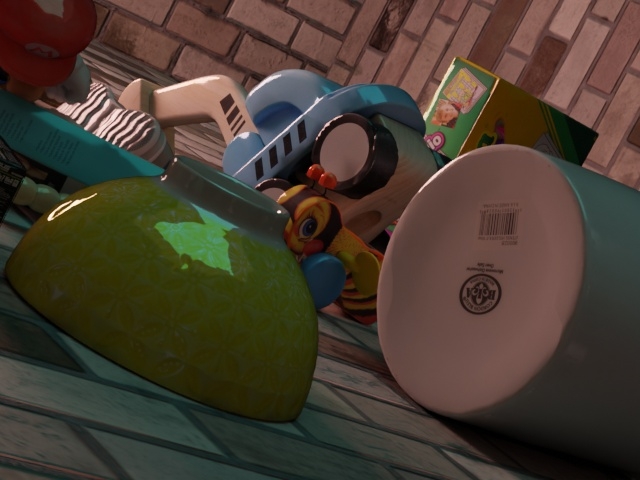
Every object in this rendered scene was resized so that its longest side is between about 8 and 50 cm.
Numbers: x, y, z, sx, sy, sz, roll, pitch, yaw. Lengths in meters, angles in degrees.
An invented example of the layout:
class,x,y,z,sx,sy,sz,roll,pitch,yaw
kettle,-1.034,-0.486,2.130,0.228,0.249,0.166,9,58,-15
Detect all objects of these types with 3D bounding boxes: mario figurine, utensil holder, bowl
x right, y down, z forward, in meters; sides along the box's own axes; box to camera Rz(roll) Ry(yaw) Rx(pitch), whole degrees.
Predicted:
class,x,y,z,sx,sy,sz,roll,pitch,yaw
mario figurine,-0.342,-0.188,1.772,0.170,0.198,0.320,59,-26,-12
utensil holder,0.300,0.090,1.873,0.385,0.328,0.327,18,11,-41
bowl,-0.111,0.020,1.440,0.289,0.156,0.289,27,6,-3

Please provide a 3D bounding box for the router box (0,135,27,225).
class,x,y,z,sx,sy,sz,roll,pitch,yaw
router box,-0.301,-0.044,1.429,0.038,0.092,0.122,24,8,-28

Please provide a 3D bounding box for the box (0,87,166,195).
class,x,y,z,sx,sy,sz,roll,pitch,yaw
box,-0.244,-0.060,1.722,0.244,0.060,0.100,26,-31,-9

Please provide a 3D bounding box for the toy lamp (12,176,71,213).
class,x,y,z,sx,sy,sz,roll,pitch,yaw
toy lamp,-0.274,-0.043,1.600,0.274,0.080,0.080,22,9,-31

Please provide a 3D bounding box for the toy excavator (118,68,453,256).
class,x,y,z,sx,sy,sz,roll,pitch,yaw
toy excavator,-0.070,-0.139,2.361,0.222,0.433,0.445,19,39,-50

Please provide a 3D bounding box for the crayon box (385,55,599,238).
class,x,y,z,sx,sy,sz,roll,pitch,yaw
crayon box,0.233,-0.062,2.516,0.106,0.363,0.313,33,9,37

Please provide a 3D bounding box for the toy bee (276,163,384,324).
class,x,y,z,sx,sy,sz,roll,pitch,yaw
toy bee,0.000,0.000,2.009,0.195,0.162,0.298,33,8,25

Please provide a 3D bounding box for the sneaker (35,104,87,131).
class,x,y,z,sx,sy,sz,roll,pitch,yaw
sneaker,-0.277,-0.078,1.848,0.235,0.090,0.095,21,20,-32

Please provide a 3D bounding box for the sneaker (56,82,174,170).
class,x,y,z,sx,sy,sz,roll,pitch,yaw
sneaker,-0.285,-0.129,2.257,0.281,0.105,0.115,34,-19,53

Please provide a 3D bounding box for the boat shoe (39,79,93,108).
class,x,y,z,sx,sy,sz,roll,pitch,yaw
boat shoe,-0.460,-0.262,2.487,0.302,0.109,0.098,32,47,30
